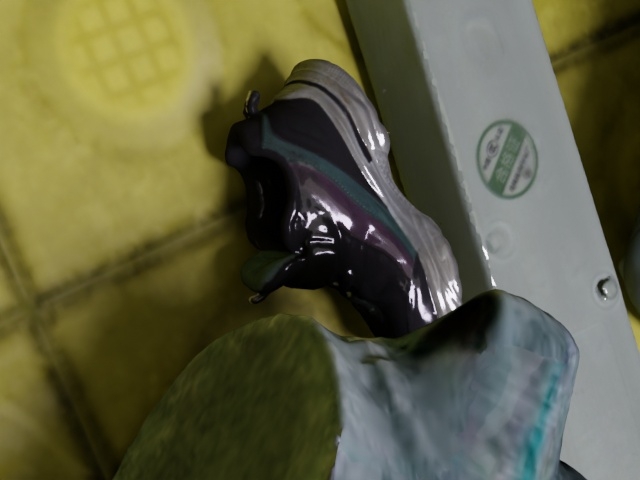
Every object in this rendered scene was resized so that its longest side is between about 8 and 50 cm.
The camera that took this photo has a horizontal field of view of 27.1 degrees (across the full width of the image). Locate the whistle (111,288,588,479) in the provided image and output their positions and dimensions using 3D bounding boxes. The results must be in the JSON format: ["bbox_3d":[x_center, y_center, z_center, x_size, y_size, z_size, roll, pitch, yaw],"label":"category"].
[{"bbox_3d":[-0.012,0.213,0.549,0.168,0.188,0.404,30,68,-27],"label":"whistle"}]

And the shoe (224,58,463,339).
[{"bbox_3d":[0.000,0.000,0.661,0.099,0.071,0.169,-29,96,-30],"label":"shoe"}]

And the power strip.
[{"bbox_3d":[0.104,-0.004,0.733,0.091,0.062,0.385,-22,96,-34],"label":"power strip"}]

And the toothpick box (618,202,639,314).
[{"bbox_3d":[0.329,-0.107,0.787,0.263,0.263,0.354,29,67,-27],"label":"toothpick box"}]
